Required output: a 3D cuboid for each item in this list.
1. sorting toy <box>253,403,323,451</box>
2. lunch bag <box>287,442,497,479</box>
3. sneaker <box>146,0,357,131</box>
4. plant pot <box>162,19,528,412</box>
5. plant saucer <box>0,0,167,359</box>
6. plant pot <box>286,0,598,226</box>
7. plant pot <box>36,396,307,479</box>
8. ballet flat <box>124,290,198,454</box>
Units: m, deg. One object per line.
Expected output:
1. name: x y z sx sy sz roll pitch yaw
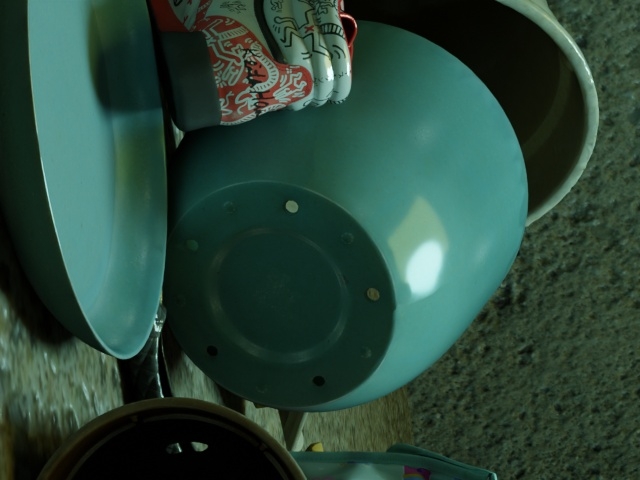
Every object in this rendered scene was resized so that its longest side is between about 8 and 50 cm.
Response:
1. sorting toy: -0.048 0.094 1.518 0.196 0.047 0.347 99 -21 -63
2. lunch bag: 0.041 0.302 1.386 0.160 0.262 0.223 -78 161 -67
3. sneaker: -0.057 -0.168 1.195 0.270 0.145 0.090 -113 -164 -57
4. plant pot: 0.000 0.000 1.245 0.235 0.293 0.293 -55 141 -62
5. plant saucer: -0.151 -0.083 0.990 0.317 0.044 0.317 -4 90 -83
6. plant pot: 0.084 -0.208 1.489 0.334 0.334 0.305 78 12 -45
7. plant pot: -0.081 0.175 0.946 0.165 0.167 0.167 86 0 -85
8. ballet flat: -0.112 0.099 1.143 0.057 0.049 0.173 -72 156 -75
